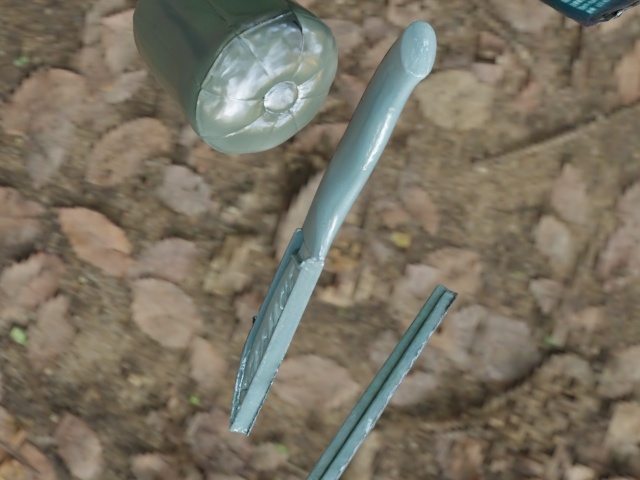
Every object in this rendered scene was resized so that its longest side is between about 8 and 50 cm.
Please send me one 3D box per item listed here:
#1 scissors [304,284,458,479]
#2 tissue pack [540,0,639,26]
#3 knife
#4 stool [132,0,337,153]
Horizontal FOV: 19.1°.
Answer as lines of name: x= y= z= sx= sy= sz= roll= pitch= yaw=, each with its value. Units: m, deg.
scissors: x=-0.053 y=0.181 z=0.793 sx=0.029 sy=0.192 sz=0.447 roll=33 pitch=61 yaw=4
tissue pack: x=0.205 y=-0.328 z=1.149 sx=0.264 sy=0.416 sz=0.253 roll=28 pitch=69 yaw=-11
knife: x=-0.001 y=0.000 z=0.708 sx=0.015 sy=0.028 sz=0.210 roll=5 pitch=136 yaw=-21
stool: x=-0.051 y=-0.110 z=1.089 sx=0.096 sy=0.110 sz=0.096 roll=-27 pitch=142 yaw=-24
